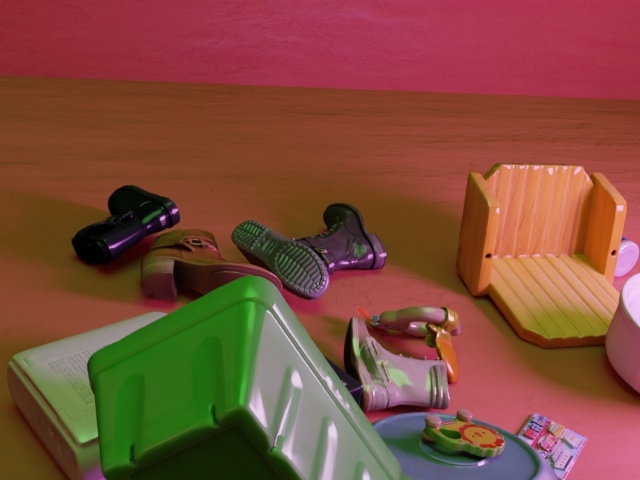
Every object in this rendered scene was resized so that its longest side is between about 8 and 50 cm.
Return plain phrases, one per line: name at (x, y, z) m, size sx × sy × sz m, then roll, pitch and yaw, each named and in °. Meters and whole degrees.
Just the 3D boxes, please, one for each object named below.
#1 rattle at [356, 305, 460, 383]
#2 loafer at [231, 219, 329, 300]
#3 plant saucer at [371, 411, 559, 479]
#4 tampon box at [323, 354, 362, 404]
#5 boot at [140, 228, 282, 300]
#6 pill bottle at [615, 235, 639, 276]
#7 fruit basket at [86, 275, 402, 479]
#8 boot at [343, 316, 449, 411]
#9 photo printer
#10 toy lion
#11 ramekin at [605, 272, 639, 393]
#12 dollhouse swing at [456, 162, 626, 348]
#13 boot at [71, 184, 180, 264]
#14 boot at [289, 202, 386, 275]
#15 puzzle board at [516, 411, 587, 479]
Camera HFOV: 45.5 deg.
rattle at (0.163, 0.195, 1.448) m, size 0.200 × 0.142 × 0.130 m, roll -2°, pitch -8°, yaw 15°
loafer at (-0.077, 0.046, 1.583) m, size 0.251 × 0.087 × 0.094 m, roll 37°, pitch 71°, yaw 29°
plant saucer at (0.189, 0.317, 1.103) m, size 0.317 × 0.043 × 0.317 m, roll 5°, pitch 9°, yaw -1°
tampon box at (-0.033, 0.247, 1.193) m, size 0.101 × 0.120 × 0.161 m, roll -15°, pitch 35°, yaw -39°
boot at (-0.223, 0.053, 1.566) m, size 0.283 × 0.109 × 0.220 m, roll -2°, pitch 24°, yaw -4°
pill bottle at (0.682, 0.010, 1.869) m, size 0.094 × 0.094 × 0.169 m, roll -8°, pitch 30°, yaw -28°
fruit basket at (-0.098, 0.217, 0.935) m, size 0.283 × 0.392 × 0.392 m, roll -27°, pitch 25°, yaw 11°
boot at (0.131, 0.217, 1.344) m, size 0.165 × 0.077 × 0.213 m, roll 2°, pitch 33°, yaw -10°
photo printer at (-0.286, 0.226, 1.182) m, size 0.307 × 0.107 × 0.256 m, roll -16°, pitch 36°, yaw -40°
toy lion at (0.212, 0.284, 1.104) m, size 0.100 × 0.034 × 0.096 m, roll -1°, pitch 19°, yaw -32°
ramekin at (0.678, 0.194, 1.432) m, size 0.277 × 0.135 × 0.277 m, roll 7°, pitch 36°, yaw -5°
dollhouse swing at (0.519, 0.020, 1.630) m, size 0.347 × 0.315 × 0.305 m, roll 0°, pitch 17°, yaw -16°
boot at (-0.453, -0.035, 1.656) m, size 0.246 × 0.094 × 0.207 m, roll 13°, pitch 34°, yaw 43°
boot at (0.000, 0.000, 1.716) m, size 0.229 × 0.091 × 0.263 m, roll -7°, pitch 33°, yaw -28°
puzzle board at (0.373, 0.334, 1.251) m, size 0.096 × 0.011 × 0.128 m, roll 23°, pitch 31°, yaw 28°
